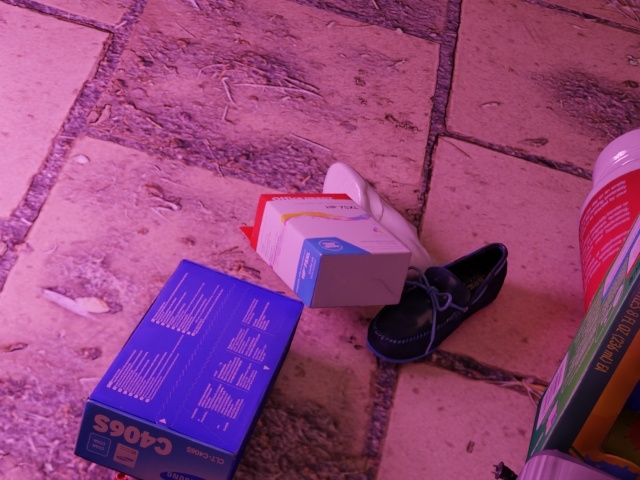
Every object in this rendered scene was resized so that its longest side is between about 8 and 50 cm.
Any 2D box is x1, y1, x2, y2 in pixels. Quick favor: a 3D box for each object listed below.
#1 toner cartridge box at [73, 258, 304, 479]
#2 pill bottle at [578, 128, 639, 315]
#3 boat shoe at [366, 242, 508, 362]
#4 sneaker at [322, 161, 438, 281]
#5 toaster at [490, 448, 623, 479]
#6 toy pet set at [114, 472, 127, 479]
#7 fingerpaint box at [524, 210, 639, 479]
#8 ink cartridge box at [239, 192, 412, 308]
[{"bbox_3d":[-0.136,0.147,1.486,0.165,0.075,0.348,19,26,4],"label":"toner cartridge box"},{"bbox_3d":[0.464,0.034,1.771,0.229,0.229,0.408,13,40,-5],"label":"pill bottle"},{"bbox_3d":[0.151,0.066,1.730,0.109,0.089,0.258,34,43,19],"label":"boat shoe"},{"bbox_3d":[0.084,-0.023,1.831,0.094,0.080,0.212,-6,52,-42],"label":"sneaker"},{"bbox_3d":[0.279,0.334,1.448,0.227,0.129,0.146,25,43,7],"label":"toaster"},{"bbox_3d":[-0.152,0.274,1.407,0.114,0.065,0.122,-2,45,-21],"label":"toy pet set"},{"bbox_3d":[0.474,0.159,1.468,0.371,0.445,0.163,21,42,3],"label":"fingerpaint box"},{"bbox_3d":[0.000,0.000,1.708,0.134,0.078,0.231,-1,26,-29],"label":"ink cartridge box"}]
